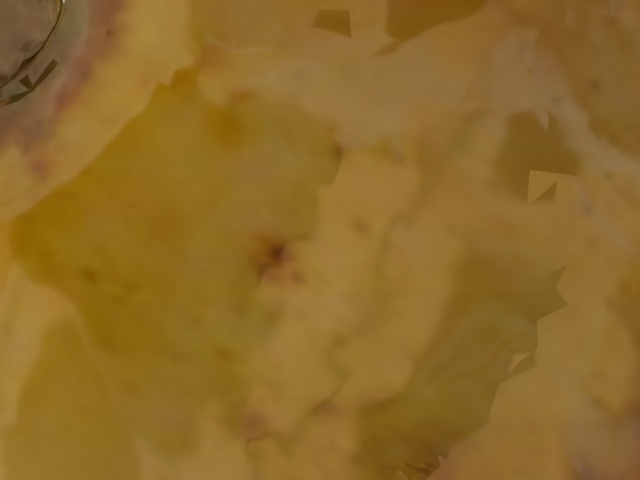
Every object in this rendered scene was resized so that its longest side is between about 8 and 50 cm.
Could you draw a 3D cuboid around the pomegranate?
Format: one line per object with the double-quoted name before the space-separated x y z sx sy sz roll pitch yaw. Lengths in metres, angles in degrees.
"pomegranate" 0.000 0.000 0.535 0.417 0.416 0.416 32 -170 -6
